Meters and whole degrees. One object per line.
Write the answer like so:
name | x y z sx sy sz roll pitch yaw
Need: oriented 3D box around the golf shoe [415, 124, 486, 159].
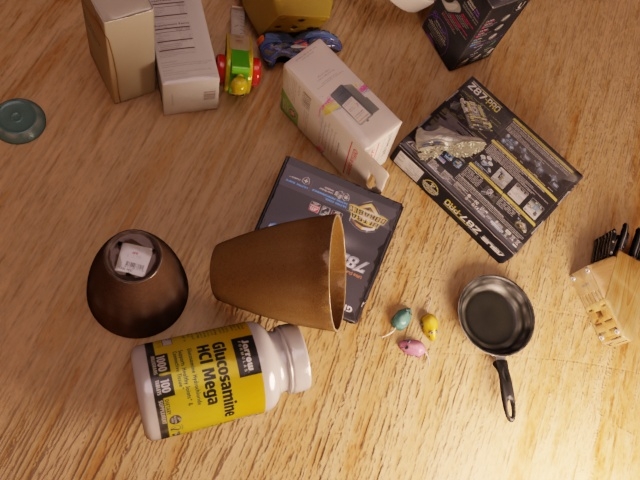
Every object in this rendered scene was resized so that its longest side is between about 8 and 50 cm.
golf shoe | 0.314 -0.247 1.597 0.176 0.069 0.086 -2 64 -13

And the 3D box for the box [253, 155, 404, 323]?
box | 0.000 0.000 1.495 0.295 0.073 0.294 24 80 -2

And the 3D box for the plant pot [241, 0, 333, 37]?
plant pot | -0.079 -0.625 1.665 0.212 0.212 0.187 -7 86 -27

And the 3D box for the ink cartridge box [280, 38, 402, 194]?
ink cartridge box | 0.064 -0.271 1.555 0.119 0.207 0.353 -39 79 -16

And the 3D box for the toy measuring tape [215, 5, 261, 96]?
toy measuring tape | -0.209 -0.460 1.654 0.121 0.121 0.330 2 47 -12

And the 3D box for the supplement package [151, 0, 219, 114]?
supplement package | -0.332 -0.447 1.581 0.133 0.139 0.244 -10 73 -15

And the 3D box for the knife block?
knife block | 0.768 0.102 1.656 0.241 0.088 0.276 -15 74 -17

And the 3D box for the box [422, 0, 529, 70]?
box | 0.406 -0.603 1.736 0.143 0.270 0.165 -24 77 -19

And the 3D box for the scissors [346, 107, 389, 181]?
scissors | 0.086 -0.252 1.672 0.109 0.021 0.297 30 68 -2

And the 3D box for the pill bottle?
pill bottle | -0.196 0.267 1.319 0.333 0.188 0.188 -11 73 -17

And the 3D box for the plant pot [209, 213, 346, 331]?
plant pot | -0.086 0.066 1.347 0.254 0.237 0.237 -1 69 10

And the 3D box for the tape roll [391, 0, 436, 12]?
tape roll | 0.212 -0.807 1.761 0.392 0.072 0.392 21 62 -45

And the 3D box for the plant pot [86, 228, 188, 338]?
plant pot | -0.371 0.069 1.331 0.215 0.230 0.216 4 70 -12

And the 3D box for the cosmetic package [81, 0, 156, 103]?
cosmetic package | -0.447 -0.461 1.466 0.113 0.309 0.160 -24 77 -19

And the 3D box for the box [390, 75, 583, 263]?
box | 0.423 -0.187 1.682 0.395 0.097 0.318 44 69 6

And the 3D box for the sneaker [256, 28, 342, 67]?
sneaker | -0.051 -0.486 1.702 0.221 0.083 0.087 -7 85 -10

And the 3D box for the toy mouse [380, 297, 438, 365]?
toy mouse | 0.208 0.210 1.519 0.143 0.031 0.161 -2 71 -14

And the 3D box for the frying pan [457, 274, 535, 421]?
frying pan | 0.439 0.236 1.552 0.197 0.053 0.326 -20 77 -19

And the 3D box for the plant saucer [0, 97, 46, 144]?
plant saucer | -0.688 -0.276 1.500 0.119 0.021 0.120 5 69 -12
